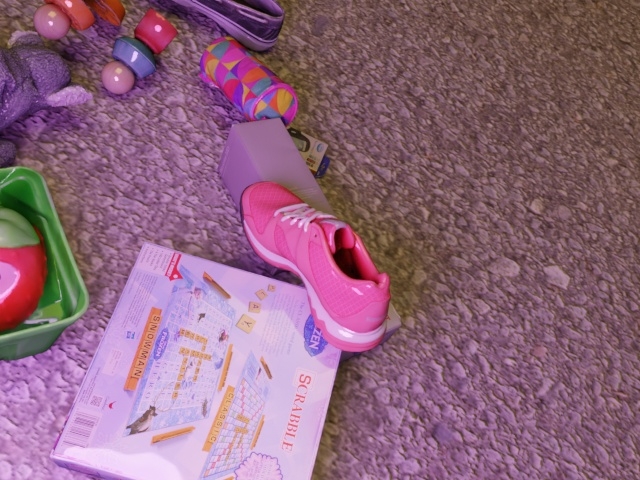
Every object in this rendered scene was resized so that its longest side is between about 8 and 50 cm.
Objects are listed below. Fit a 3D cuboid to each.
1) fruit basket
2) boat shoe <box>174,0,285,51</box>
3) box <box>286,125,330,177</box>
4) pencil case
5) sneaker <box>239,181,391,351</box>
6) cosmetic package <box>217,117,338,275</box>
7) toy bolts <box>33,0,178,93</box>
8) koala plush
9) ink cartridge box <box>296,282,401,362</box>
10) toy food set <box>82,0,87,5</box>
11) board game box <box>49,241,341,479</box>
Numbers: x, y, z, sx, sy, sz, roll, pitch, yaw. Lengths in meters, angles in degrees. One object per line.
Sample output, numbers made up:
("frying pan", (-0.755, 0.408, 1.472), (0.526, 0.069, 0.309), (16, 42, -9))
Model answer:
("fruit basket", (-0.482, 0.005, 0.800), (0.392, 0.392, 0.283), (-15, 63, -30))
("boat shoe", (-0.214, -0.527, 1.418), (0.335, 0.119, 0.121), (30, 53, -13))
("box", (-0.046, -0.172, 1.324), (0.136, 0.028, 0.081), (24, 50, -3))
("pencil case", (-0.136, -0.287, 1.283), (0.104, 0.104, 0.236), (-14, 40, -30))
("sneaker", (0.001, 0.000, 0.973), (0.116, 0.136, 0.314), (-21, 56, -33))
("cosmetic package", (-0.077, -0.079, 1.181), (0.107, 0.127, 0.238), (-17, 62, -32))
("toy bolts", (-0.399, -0.374, 1.272), (0.228, 0.218, 0.158), (38, 79, -14))
("koala plush", (-0.489, -0.252, 1.110), (0.196, 0.203, 0.221), (45, 40, 12))
("ink cartridge box", (0.020, 0.125, 1.106), (0.175, 0.072, 0.127), (-18, 64, -31))
("toy food set", (-0.491, -0.496, 1.380), (0.078, 0.019, 0.122), (17, 51, -10))
("board game box", (-0.143, 0.188, 0.945), (0.318, 0.066, 0.318), (17, 60, 0))
